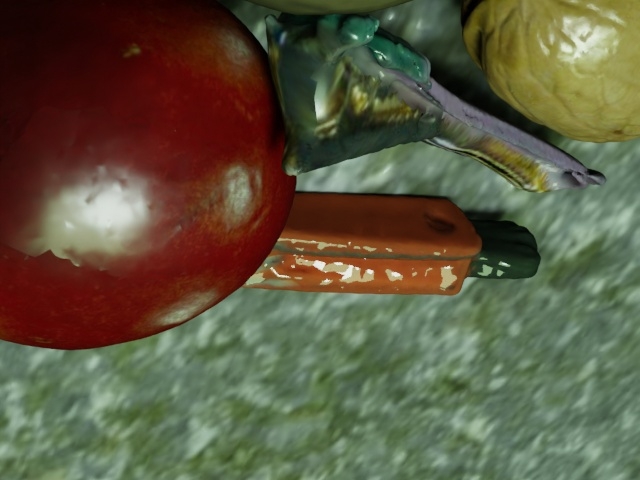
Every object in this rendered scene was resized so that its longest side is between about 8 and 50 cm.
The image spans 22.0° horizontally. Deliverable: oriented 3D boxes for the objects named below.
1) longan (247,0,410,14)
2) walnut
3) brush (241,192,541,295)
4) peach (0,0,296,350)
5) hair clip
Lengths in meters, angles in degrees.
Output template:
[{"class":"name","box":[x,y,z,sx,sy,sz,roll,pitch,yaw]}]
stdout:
[{"class":"longan","box":[0.022,-0.230,0.766,0.215,0.246,0.246,12,147,28]},{"class":"walnut","box":[0.154,-0.134,0.967,0.144,0.144,0.180,-43,145,22]},{"class":"brush","box":[0.000,-0.001,1.097,0.323,0.070,0.051,0,130,-21]},{"class":"peach","box":[-0.128,-0.036,0.911,0.243,0.200,0.243,-10,144,-7]},{"class":"hair clip","box":[0.063,-0.070,0.982,0.110,0.096,0.358,-23,166,25]}]
